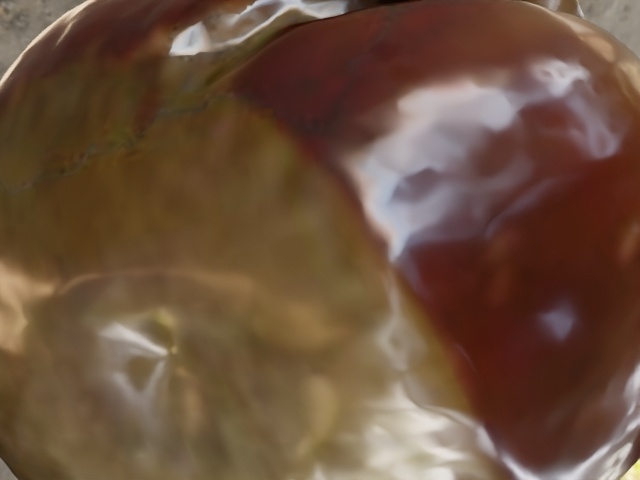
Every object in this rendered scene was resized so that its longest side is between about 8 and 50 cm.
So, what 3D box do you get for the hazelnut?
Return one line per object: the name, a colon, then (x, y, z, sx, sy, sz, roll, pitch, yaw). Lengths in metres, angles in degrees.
hazelnut: (0.000, 0.000, 0.620, 0.359, 0.409, 0.359, 39, 45, -54)
